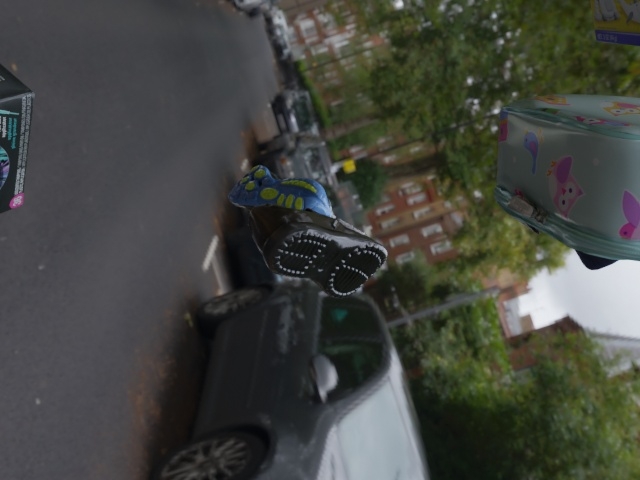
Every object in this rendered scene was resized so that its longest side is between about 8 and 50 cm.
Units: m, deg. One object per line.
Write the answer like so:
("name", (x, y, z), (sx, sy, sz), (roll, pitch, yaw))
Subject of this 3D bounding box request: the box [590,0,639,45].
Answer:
("box", (0.226, -0.229, 0.599), (0.105, 0.043, 0.179), (-136, -151, -67))

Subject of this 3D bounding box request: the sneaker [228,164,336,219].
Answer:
("sneaker", (-0.052, -0.047, 1.097), (0.188, 0.067, 0.078), (17, -28, 47))

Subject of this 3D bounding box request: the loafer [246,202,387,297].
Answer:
("loafer", (0.000, 0.000, 0.906), (0.078, 0.080, 0.220), (51, 12, 28))

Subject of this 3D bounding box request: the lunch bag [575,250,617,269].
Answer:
("lunch bag", (0.327, -0.014, 0.952), (0.067, 0.065, 0.098), (61, -26, 4))

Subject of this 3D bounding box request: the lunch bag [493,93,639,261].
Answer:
("lunch bag", (0.285, -0.046, 0.673), (0.224, 0.279, 0.108), (-126, -142, -67))

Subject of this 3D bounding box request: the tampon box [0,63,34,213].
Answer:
("tampon box", (-0.313, -0.069, 0.629), (0.101, 0.161, 0.120), (39, -47, 18))
